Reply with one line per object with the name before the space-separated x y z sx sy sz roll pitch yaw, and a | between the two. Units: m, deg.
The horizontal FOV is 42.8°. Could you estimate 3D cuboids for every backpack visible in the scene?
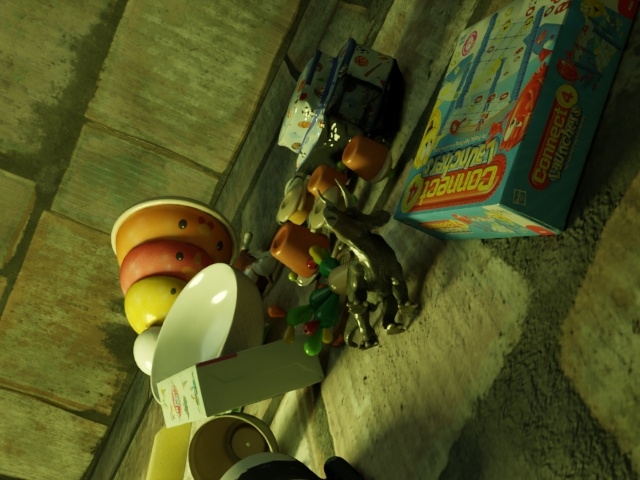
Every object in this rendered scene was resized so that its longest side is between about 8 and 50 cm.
backpack | 0.042 -0.273 1.670 0.263 0.213 0.276 -63 9 -28

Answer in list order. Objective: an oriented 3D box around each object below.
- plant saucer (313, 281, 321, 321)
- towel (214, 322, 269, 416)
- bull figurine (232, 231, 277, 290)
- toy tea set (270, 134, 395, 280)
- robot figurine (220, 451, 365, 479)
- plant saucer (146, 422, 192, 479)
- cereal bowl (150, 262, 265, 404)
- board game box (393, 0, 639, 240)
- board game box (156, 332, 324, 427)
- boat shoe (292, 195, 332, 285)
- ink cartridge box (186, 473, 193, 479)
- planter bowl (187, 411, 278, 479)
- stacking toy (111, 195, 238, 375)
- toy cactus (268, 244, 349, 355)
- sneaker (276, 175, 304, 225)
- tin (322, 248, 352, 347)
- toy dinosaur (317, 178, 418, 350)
plant saucer | 0.000 0.119 1.523 0.083 0.015 0.084 -1 -90 -82
towel | -0.245 0.305 1.976 0.324 0.038 0.248 -10 58 57
bull figurine | -0.191 0.098 2.093 0.310 0.101 0.188 -57 15 32
toy tea set | 0.032 -0.056 1.563 0.336 0.124 0.200 -36 33 49
robot figurine | -0.054 0.387 1.096 0.278 0.173 0.209 175 111 -73
plant saucer | -0.349 0.590 1.783 0.333 0.080 0.333 -96 17 -63
cereal bowl | -0.233 0.230 1.828 0.339 0.141 0.339 -36 39 35
board game box | 0.236 -0.157 1.046 0.302 0.086 0.308 -69 15 -8
board game box | -0.157 0.262 1.503 0.303 0.224 0.098 -36 68 61
boat shoe | 0.000 0.000 1.707 0.065 0.075 0.206 29 -106 -62
ink cartridge box | -0.207 0.519 1.559 0.219 0.092 0.160 -92 27 -58
planter bowl | -0.143 0.381 1.471 0.162 0.162 0.109 -64 -12 10
stacking toy | -0.397 0.152 2.147 0.351 0.350 0.480 -54 28 40
toy cactus | 0.006 0.078 1.360 0.180 0.112 0.219 -40 21 39
sneaker | -0.066 -0.096 2.063 0.058 0.052 0.135 29 103 65
tin | 0.038 0.101 1.441 0.106 0.040 0.190 124 161 -47
toy dinosaur | 0.078 0.060 1.209 0.314 0.120 0.160 75 -171 -55
